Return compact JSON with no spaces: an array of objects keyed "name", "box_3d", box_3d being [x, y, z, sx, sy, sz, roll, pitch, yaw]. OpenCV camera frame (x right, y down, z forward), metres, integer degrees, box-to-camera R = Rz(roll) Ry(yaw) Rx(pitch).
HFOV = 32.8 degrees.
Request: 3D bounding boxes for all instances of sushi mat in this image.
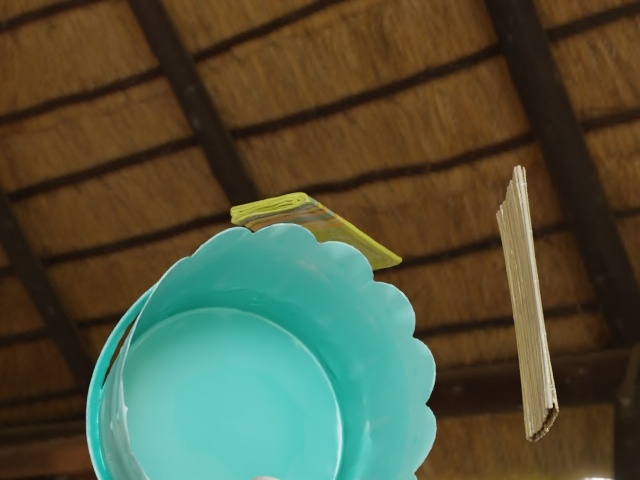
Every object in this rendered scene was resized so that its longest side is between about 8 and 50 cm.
[{"name":"sushi mat","box_3d":[0.250,0.078,1.327,0.019,0.316,0.151,-2,-26,-2]}]

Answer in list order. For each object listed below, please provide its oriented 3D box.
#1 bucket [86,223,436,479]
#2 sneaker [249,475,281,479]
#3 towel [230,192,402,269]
[{"name":"bucket","box_3d":[-0.058,0.143,0.923,0.281,0.281,0.183,16,-26,-16]},{"name":"sneaker","box_3d":[-0.069,0.223,0.624,0.305,0.152,0.114,-2,-23,-40]},{"name":"towel","box_3d":[0.000,0.000,1.292,0.102,0.021,0.237,-11,-24,29]}]
